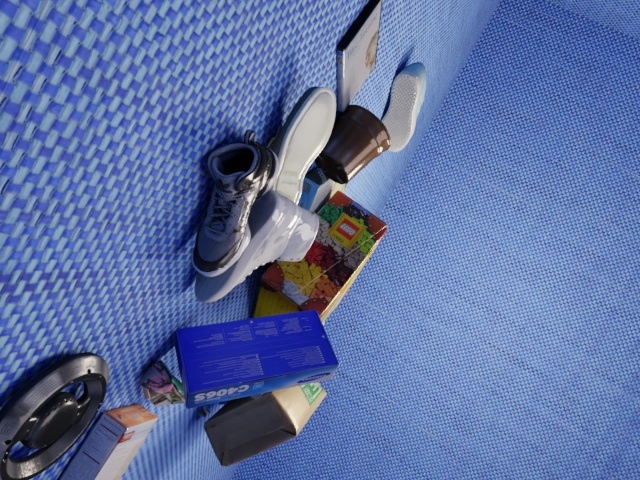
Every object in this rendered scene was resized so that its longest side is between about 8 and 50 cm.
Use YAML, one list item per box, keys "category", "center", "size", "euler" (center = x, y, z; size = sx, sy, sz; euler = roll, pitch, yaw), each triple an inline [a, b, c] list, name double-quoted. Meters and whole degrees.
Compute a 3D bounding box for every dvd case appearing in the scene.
- category: "dvd case"
  center: [0.095, -0.457, 1.244]
  size: [0.180, 0.022, 0.253]
  euler: [-57, 168, -15]

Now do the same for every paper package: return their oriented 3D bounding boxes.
- category: "paper package"
  center: [-0.178, 0.577, 1.712]
  size: [0.310, 0.168, 0.325]
  euler: [-30, 178, 20]

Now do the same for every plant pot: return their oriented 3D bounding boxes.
- category: "plant pot"
  center: [0.077, -0.251, 1.363]
  size: [0.165, 0.167, 0.167]
  euler: [-49, 166, -15]

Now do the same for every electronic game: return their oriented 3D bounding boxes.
- category: "electronic game"
  center: [-0.419, 0.275, 0.769]
  size: [0.229, 0.048, 0.229]
  euler: [-55, 166, -21]

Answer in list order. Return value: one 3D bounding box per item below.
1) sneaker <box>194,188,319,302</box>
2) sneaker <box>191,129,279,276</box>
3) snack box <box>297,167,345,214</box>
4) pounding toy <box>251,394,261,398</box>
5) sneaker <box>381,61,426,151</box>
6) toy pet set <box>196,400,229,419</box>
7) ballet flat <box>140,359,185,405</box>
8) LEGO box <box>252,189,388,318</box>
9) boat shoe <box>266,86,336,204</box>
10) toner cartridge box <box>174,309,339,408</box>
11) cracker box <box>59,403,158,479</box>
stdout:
- category: "sneaker"
  center: [-0.125, 0.037, 1.052]
  size: [0.169, 0.108, 0.292]
  euler: [22, 119, -46]
- category: "sneaker"
  center: [-0.169, -0.069, 0.885]
  size: [0.268, 0.101, 0.153]
  euler: [-65, 169, -8]
- category: "snack box"
  center: [0.012, -0.154, 1.532]
  size: [0.322, 0.060, 0.187]
  euler: [-44, 162, -54]
- category: "pounding toy"
  center: [-0.187, 0.316, 1.353]
  size: [0.155, 0.270, 0.154]
  euler: [-43, 127, -55]
- category: "sneaker"
  center: [0.322, -0.491, 1.856]
  size: [0.150, 0.135, 0.366]
  euler: [-49, 165, -33]
- category: "toy pet set"
  center: [-0.355, 0.554, 1.695]
  size: [0.114, 0.065, 0.122]
  euler: [-47, 163, -49]
- category: "ballet flat"
  center: [-0.362, 0.339, 1.146]
  size: [0.079, 0.077, 0.221]
  euler: [-36, 155, -19]
- category: "LEGO box"
  center: [-0.023, 0.137, 1.593]
  size: [0.372, 0.193, 0.500]
  euler: [-50, 172, -28]
- category: "boat shoe"
  center: [-0.066, -0.186, 1.050]
  size: [0.109, 0.091, 0.304]
  euler: [6, 117, -44]
- category: "toner cartridge box"
  center: [-0.148, 0.267, 1.163]
  size: [0.348, 0.165, 0.075]
  euler: [-4, 138, -24]
- category: "cracker box"
  center: [-0.454, 0.463, 1.038]
  size: [0.232, 0.067, 0.155]
  euler: [-58, 169, -8]
